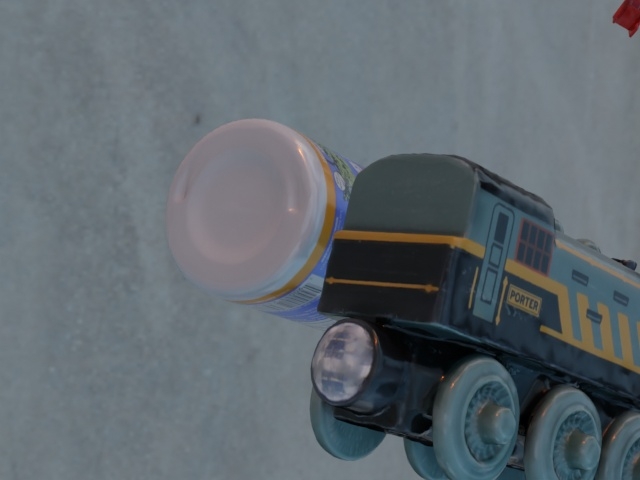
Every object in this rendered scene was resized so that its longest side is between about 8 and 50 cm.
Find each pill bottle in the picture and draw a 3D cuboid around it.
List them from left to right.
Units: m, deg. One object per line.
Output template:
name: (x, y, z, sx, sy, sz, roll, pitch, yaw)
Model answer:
pill bottle: (0.000, 0.000, 1.161, 0.272, 0.152, 0.152, 22, 77, -58)

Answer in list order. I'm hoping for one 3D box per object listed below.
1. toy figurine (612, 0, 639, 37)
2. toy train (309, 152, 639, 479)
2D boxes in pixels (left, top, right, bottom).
toy figurine: (0.419, -0.355, 1.408, 0.217, 0.191, 0.362, -55, -171, 34)
toy train: (0.127, 0.071, 0.860, 0.334, 0.142, 0.190, 22, 77, -44)
